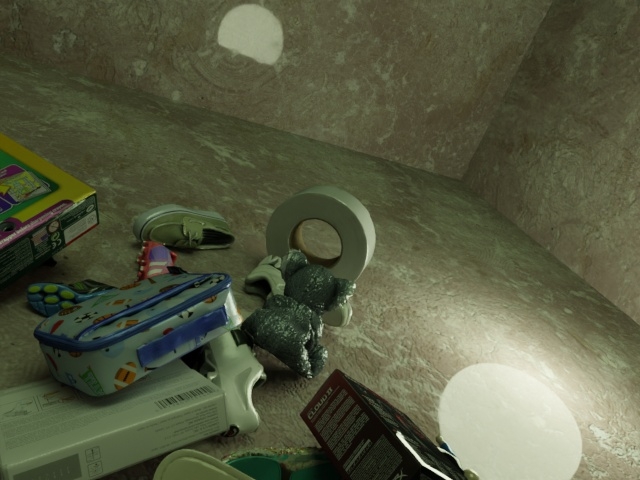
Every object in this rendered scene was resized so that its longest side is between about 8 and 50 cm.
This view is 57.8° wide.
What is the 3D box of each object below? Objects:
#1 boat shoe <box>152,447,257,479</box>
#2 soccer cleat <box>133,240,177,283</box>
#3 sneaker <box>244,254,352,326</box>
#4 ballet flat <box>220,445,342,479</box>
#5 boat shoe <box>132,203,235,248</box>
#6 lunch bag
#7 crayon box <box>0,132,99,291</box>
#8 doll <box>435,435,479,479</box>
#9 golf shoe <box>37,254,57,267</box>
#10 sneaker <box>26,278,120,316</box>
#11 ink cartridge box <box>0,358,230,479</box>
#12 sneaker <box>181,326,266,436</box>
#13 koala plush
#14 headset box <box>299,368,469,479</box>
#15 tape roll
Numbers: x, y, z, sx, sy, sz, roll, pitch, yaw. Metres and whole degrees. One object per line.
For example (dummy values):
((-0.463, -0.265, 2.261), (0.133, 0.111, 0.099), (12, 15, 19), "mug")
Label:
((-0.087, 0.400, 0.808), (0.324, 0.097, 0.117), (30, 62, -2), "boat shoe")
((-0.367, 0.078, 1.305), (0.095, 0.083, 0.248), (19, 20, -23), "soccer cleat")
((-0.060, 0.143, 1.433), (0.292, 0.110, 0.118), (24, 29, 24), "sneaker")
((-0.073, 0.377, 0.945), (0.240, 0.091, 0.077), (14, -6, -30), "ballet flat")
((-0.345, -0.029, 1.522), (0.094, 0.109, 0.302), (39, 24, 28), "boat shoe")
((-0.286, 0.136, 0.960), (0.243, 0.115, 0.303), (-2, 18, 43), "lunch bag")
((-0.673, -0.045, 1.100), (0.313, 0.106, 0.363), (29, 44, 14), "crayon box")
((0.223, 0.426, 1.133), (0.189, 0.046, 0.129), (26, 24, 7), "doll")
((-0.624, 0.030, 1.183), (0.086, 0.069, 0.176), (43, 30, 26), "golf shoe")
((-0.481, 0.114, 1.151), (0.188, 0.067, 0.078), (5, 7, -33), "sneaker")
((-0.325, 0.260, 0.874), (0.296, 0.066, 0.261), (-11, 11, -32), "ink cartridge box")
((-0.179, 0.226, 1.104), (0.146, 0.122, 0.331), (21, 36, -28), "sneaker")
((-0.041, 0.141, 1.201), (0.196, 0.221, 0.203), (31, -13, 14), "koala plush")
((0.112, 0.353, 0.957), (0.218, 0.110, 0.293), (40, -1, -33), "headset box")
((0.000, 0.000, 1.553), (0.286, 0.286, 0.100), (26, 23, 8), "tape roll")
